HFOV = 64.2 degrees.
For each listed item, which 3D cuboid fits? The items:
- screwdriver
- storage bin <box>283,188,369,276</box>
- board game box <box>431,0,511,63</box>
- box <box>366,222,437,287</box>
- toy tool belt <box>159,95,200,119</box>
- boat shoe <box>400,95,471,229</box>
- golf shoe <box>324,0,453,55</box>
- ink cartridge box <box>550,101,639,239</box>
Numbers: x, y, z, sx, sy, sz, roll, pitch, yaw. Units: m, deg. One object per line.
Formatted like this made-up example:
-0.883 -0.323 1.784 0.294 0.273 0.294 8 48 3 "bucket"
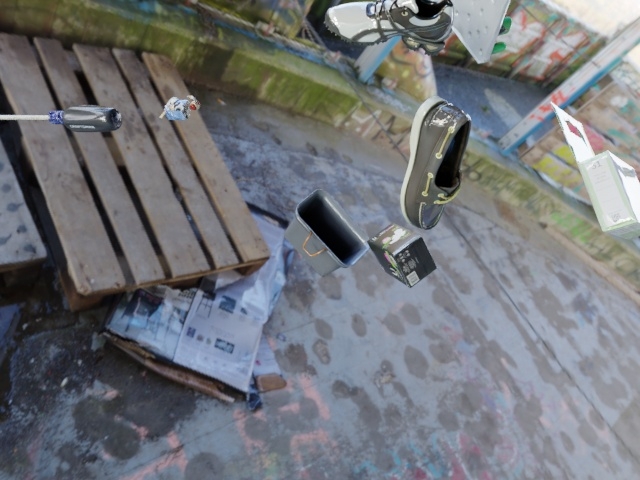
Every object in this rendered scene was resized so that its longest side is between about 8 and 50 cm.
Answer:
-0.248 -0.109 0.448 0.025 0.170 0.024 20 77 -74 "screwdriver"
0.000 0.000 0.875 0.135 0.091 0.098 47 51 0 "storage bin"
0.241 -0.565 0.827 0.050 0.390 0.390 -18 61 -10 "board game box"
0.117 0.020 0.744 0.062 0.052 0.083 60 -10 -25 "box"
-0.300 -0.274 1.085 0.051 0.083 0.052 -59 141 -38 "toy tool belt"
0.172 -0.096 0.760 0.081 0.228 0.068 -31 50 -25 "boat shoe"
0.106 -0.349 0.780 0.198 0.094 0.077 5 66 -4 "golf shoe"
0.476 -0.122 0.852 0.171 0.056 0.235 5 67 -47 "ink cartridge box"
